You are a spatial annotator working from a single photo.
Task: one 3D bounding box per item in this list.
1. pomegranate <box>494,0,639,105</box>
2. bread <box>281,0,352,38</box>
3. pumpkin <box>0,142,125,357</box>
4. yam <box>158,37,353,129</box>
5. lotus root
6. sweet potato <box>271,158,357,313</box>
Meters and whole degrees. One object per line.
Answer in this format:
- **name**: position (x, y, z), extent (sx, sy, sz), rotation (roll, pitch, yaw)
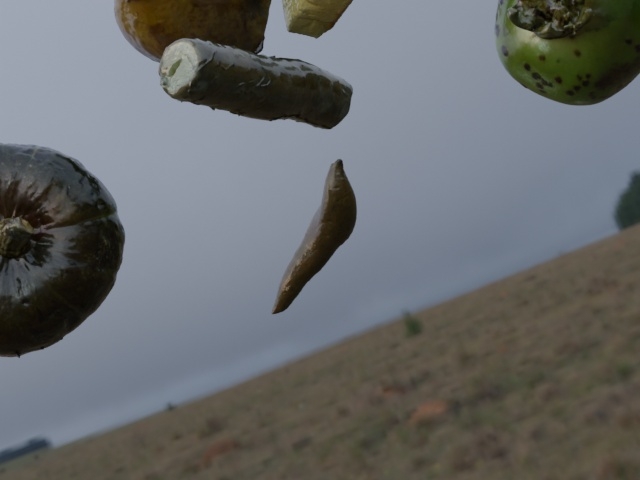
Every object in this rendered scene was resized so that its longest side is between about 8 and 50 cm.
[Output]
- **pomegranate**: position (0.322, -0.301, 1.681), extent (0.231, 0.231, 0.286), rotation (-22, -21, 4)
- **bread**: position (-0.004, -0.385, 1.820), extent (0.068, 0.188, 0.125), rotation (5, -24, -30)
- **pumpkin**: position (-0.356, 0.002, 1.579), extent (0.260, 0.260, 0.189), rotation (-21, 1, -11)
- **yam**: position (-0.060, -0.163, 1.423), extent (0.071, 0.067, 0.317), rotation (-52, -25, 19)
- **lotus root**: position (-0.184, -0.336, 1.793), extent (0.188, 0.199, 0.180), rotation (9, -10, 28)
- **sweet potato**: position (0.001, 0.001, 1.789), extent (0.069, 0.059, 0.249), rotation (-14, -40, -47)
